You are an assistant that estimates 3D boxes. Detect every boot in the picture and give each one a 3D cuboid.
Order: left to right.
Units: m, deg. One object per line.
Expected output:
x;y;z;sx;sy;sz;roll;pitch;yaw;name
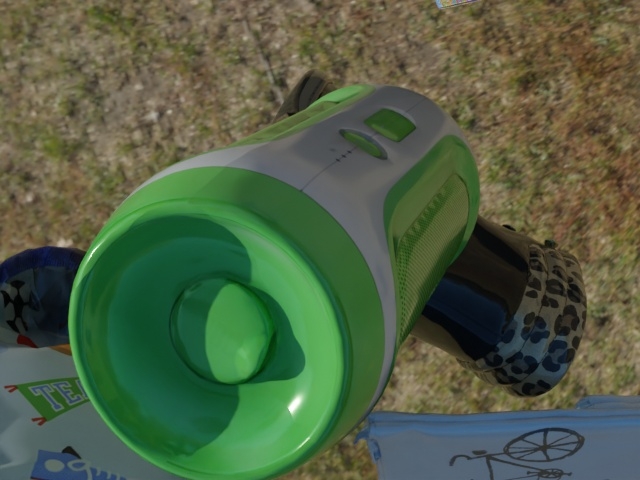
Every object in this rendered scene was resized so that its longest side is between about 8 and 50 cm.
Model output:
0.071;-0.016;0.912;0.284;0.377;0.138;30;103;-7;boot

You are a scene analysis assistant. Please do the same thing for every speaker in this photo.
0.000;0.000;0.494;0.131;0.296;0.131;4;106;15;speaker

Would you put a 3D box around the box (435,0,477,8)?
0.245;-0.452;1.179;0.279;0.290;0.177;68;164;-14;box

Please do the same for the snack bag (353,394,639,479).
0.210;0.203;0.883;0.342;0.037;0.323;-3;148;5;snack bag

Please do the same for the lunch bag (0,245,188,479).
-0.181;0.211;0.692;0.239;0.385;0.328;5;108;-15;lunch bag
